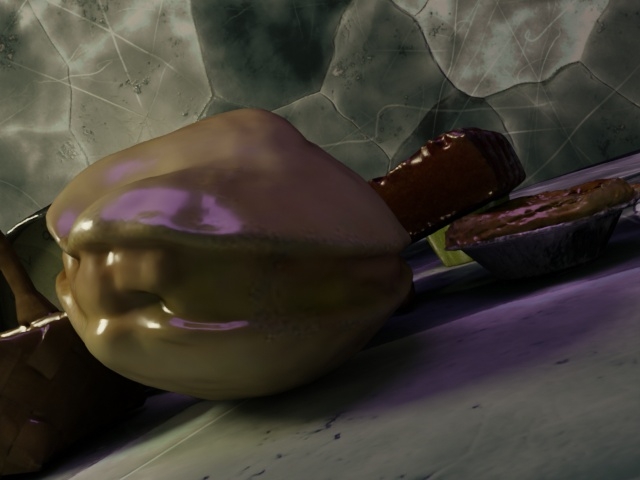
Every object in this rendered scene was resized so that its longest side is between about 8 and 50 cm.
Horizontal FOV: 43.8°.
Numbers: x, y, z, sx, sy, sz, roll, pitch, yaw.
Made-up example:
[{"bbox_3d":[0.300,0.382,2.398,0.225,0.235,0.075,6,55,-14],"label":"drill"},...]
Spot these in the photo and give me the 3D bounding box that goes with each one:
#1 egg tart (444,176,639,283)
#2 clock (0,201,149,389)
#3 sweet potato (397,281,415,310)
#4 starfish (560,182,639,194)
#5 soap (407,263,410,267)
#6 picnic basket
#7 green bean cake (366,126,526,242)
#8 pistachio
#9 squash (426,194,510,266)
[{"bbox_3d":[0.263,-0.009,0.949,0.234,0.094,0.234,-16,0,0],"label":"egg tart"},{"bbox_3d":[-0.303,0.084,1.031,0.281,0.280,0.055,-18,8,20],"label":"clock"},{"bbox_3d":[0.089,0.055,1.090,0.065,0.051,0.218,-38,14,5],"label":"sweet potato"},{"bbox_3d":[0.420,-0.058,1.421,0.299,0.060,0.302,-22,3,-32],"label":"starfish"},{"bbox_3d":[0.006,0.077,1.201,0.156,0.077,0.293,-18,0,43],"label":"soap"},{"bbox_3d":[-0.396,0.098,0.879,0.337,0.337,0.293,-18,2,17],"label":"picnic basket"},{"bbox_3d":[0.140,-0.061,1.033,0.233,0.097,0.198,-29,-6,30],"label":"green bean cake"},{"bbox_3d":[-0.091,0.008,0.805,0.365,0.281,0.445,1,9,0],"label":"pistachio"},{"bbox_3d":[0.247,-0.032,1.342,0.170,0.122,0.170,-19,1,0],"label":"squash"}]
